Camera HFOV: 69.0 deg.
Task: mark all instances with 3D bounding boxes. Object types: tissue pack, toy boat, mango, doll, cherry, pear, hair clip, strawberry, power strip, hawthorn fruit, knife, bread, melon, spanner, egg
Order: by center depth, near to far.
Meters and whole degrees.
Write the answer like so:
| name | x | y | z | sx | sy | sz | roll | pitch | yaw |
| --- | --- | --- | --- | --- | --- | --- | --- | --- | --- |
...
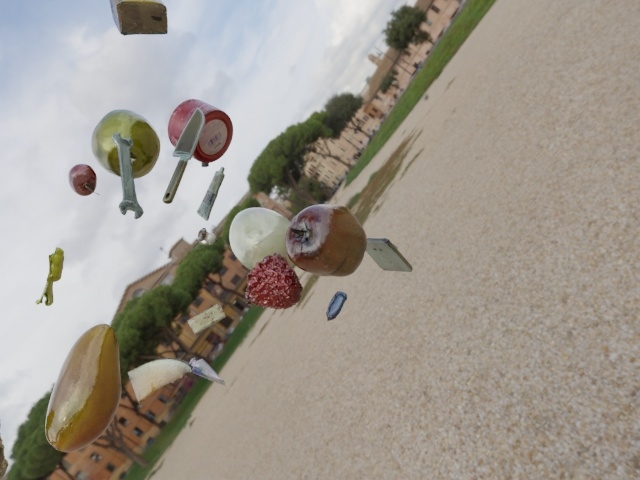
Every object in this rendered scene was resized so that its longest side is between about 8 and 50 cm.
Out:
| name | x | y | z | sx | sy | sz | roll | pitch | yaw |
| --- | --- | --- | --- | --- | --- | --- | --- | --- | --- |
| mango | -0.469 | 0.296 | 0.948 | 0.113 | 0.138 | 0.253 | 42 | -127 | -58 |
| toy boat | 0.037 | 0.164 | 1.156 | 0.083 | 0.038 | 0.038 | -60 | 2 | 1 |
| tissue pack | -0.457 | -0.576 | 1.168 | 0.120 | 0.169 | 0.082 | -11 | -50 | -23 |
| spanner | -0.557 | -0.191 | 1.345 | 0.071 | 0.302 | 0.017 | 8 | -36 | -41 |
| hair clip | -0.785 | 0.105 | 1.362 | 0.072 | 0.046 | 0.173 | 12 | 86 | 69 |
| knife | -0.405 | -0.258 | 1.368 | 0.027 | 0.061 | 0.343 | 76 | -154 | -62 |
| doll | -0.338 | -0.011 | 1.387 | 0.040 | 0.058 | 0.085 | -67 | 19 | -8 |
| melon | -0.494 | 0.412 | 1.443 | 0.182 | 0.098 | 0.054 | -30 | -28 | -14 |
| cherry | -0.795 | -0.203 | 1.558 | 0.126 | 0.087 | 0.106 | 25 | 115 | 53 |
| hawthorn fruit | 0.000 | 0.000 | 1.641 | 0.267 | 0.300 | 0.268 | -21 | 63 | 48 |
| pear | -0.733 | -0.369 | 1.761 | 0.253 | 0.253 | 0.307 | -53 | 44 | 19 |
| strawberry | -0.161 | 0.179 | 1.781 | 0.234 | 0.178 | 0.234 | -26 | -53 | -39 |
| bread | -0.479 | 0.330 | 1.968 | 0.153 | 0.068 | 0.028 | -29 | -19 | -17 |
| power strip | 0.283 | 0.046 | 1.973 | 0.198 | 0.213 | 0.064 | 2 | 52 | 53 |
| egg | -0.259 | -0.004 | 2.069 | 0.283 | 0.345 | 0.283 | -31 | -39 | -30 |

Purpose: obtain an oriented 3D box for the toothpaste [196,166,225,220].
| name | x | y | z | sx | sy | sz | roll | pitch | yaw |
| --- | --- | --- | --- | --- | --- | --- | --- | --- | --- |
| toothpaste | -0.427 | -0.188 | 1.838 | 0.233 | 0.060 | 0.038 | -61 | -8 | 21 |

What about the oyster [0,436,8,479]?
| name | x | y | z | sx | sy | sz | roll | pitch | yaw |
| --- | --- | --- | --- | --- | --- | --- | --- | --- | --- |
| oyster | -0.751 | 0.462 | 0.986 | 0.166 | 0.110 | 0.341 | -30 | -39 | -41 |

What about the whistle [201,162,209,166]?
| name | x | y | z | sx | sy | sz | roll | pitch | yaw |
| --- | --- | --- | --- | --- | --- | --- | --- | --- | --- |
| whistle | -0.483 | -0.365 | 1.938 | 0.033 | 0.033 | 0.176 | -55 | -10 | -32 |

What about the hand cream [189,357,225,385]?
| name | x | y | z | sx | sy | sz | roll | pitch | yaw |
| --- | --- | --- | --- | --- | --- | --- | --- | --- | --- |
| hand cream | -0.382 | 0.446 | 1.573 | 0.053 | 0.142 | 0.084 | -52 | -15 | -26 |

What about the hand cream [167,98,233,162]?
| name | x | y | z | sx | sy | sz | roll | pitch | yaw |
| --- | --- | --- | --- | --- | --- | --- | --- | --- | --- |
| hand cream | -0.398 | -0.365 | 1.562 | 0.193 | 0.125 | 0.193 | -39 | -35 | -34 |
